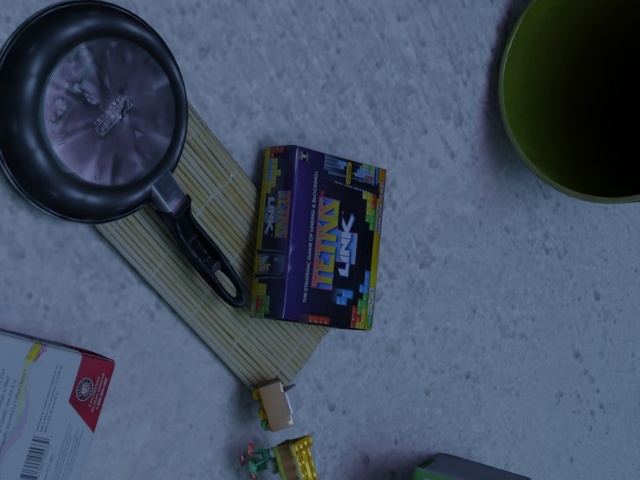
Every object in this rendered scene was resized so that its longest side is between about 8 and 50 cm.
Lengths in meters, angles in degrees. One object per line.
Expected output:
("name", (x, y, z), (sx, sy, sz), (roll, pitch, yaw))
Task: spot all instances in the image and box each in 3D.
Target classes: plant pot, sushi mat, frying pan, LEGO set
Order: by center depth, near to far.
("frying pan", (-0.175, -0.052, 1.289), (0.197, 0.053, 0.326), (-27, 108, -33))
("sushi mat", (-0.089, 0.020, 1.424), (0.151, 0.019, 0.316), (-54, 130, -19))
("LEGO set", (-0.032, 0.276, 1.495), (0.287, 0.107, 0.132), (59, 27, -33))
("plant pot", (0.388, -0.163, 1.692), (0.293, 0.275, 0.274), (10, 92, -60))

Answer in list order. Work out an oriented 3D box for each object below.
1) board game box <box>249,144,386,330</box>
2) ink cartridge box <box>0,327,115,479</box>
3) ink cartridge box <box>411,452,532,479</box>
("board game box", (0.000, 0.000, 1.458), (0.141, 0.048, 0.170), (10, 83, -50))
("ink cartridge box", (-0.277, 0.138, 1.236), (0.175, 0.072, 0.127), (21, 85, -44))
("ink cartridge box", (0.137, 0.386, 1.592), (0.201, 0.117, 0.278), (17, 87, -77))
